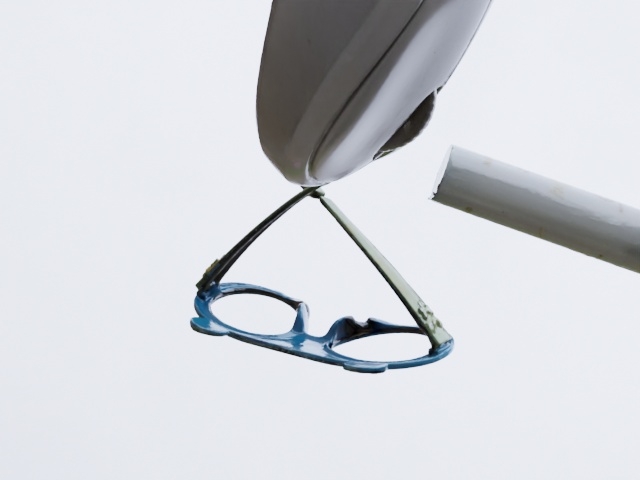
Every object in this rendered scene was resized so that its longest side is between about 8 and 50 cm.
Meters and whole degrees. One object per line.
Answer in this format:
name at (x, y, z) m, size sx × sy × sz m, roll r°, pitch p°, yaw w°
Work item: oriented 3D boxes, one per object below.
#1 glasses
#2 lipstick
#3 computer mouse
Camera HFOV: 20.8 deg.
glasses at (0.016, 0.010, 1.447) m, size 0.239 × 0.206 × 0.102 m, roll 15°, pitch -9°, yaw 29°
lipstick at (0.231, -0.020, 1.600) m, size 0.264 × 0.059 × 0.059 m, roll 20°, pitch -32°, yaw -3°
computer mouse at (0.055, -0.169, 1.064) m, size 0.121 × 0.184 × 0.296 m, roll 15°, pitch -78°, yaw 15°
